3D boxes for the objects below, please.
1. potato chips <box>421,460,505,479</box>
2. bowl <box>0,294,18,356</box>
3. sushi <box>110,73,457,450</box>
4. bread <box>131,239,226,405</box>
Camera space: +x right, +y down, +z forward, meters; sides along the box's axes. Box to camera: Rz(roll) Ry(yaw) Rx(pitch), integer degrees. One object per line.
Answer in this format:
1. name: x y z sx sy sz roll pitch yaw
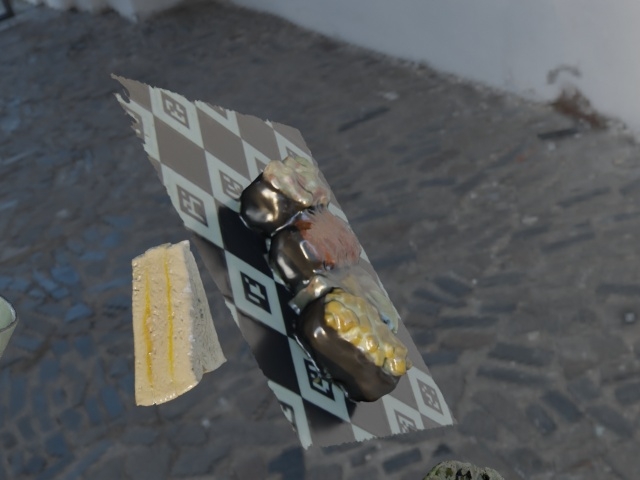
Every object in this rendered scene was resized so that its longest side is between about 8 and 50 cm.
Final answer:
1. potato chips: 0.106 0.240 0.657 0.029 0.220 0.202 -20 25 33
2. bowl: -0.455 0.117 1.212 0.238 0.126 0.238 13 13 -3
3. sushi: 0.000 0.000 0.801 0.050 0.264 0.290 -37 69 21
4. bread: -0.166 0.085 1.192 0.077 0.152 0.105 -18 4 19
